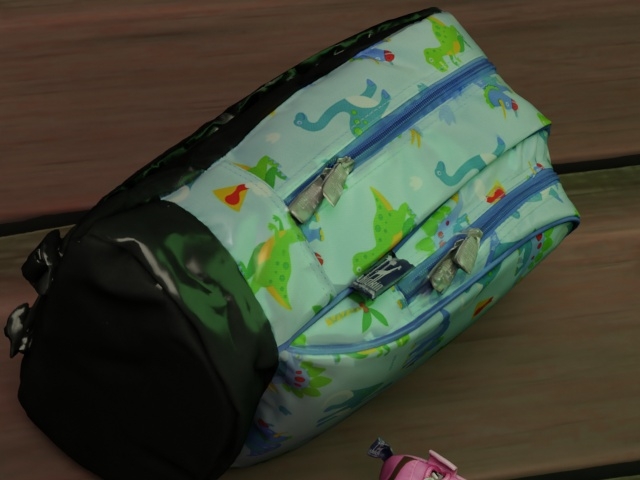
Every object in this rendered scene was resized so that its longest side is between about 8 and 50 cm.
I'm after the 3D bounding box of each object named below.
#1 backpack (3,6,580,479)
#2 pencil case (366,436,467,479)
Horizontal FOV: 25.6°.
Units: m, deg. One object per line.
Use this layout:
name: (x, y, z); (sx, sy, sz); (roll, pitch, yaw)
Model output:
backpack: (0.000, 0.000, 0.936); (0.273, 0.290, 0.355); (35, 56, 1)
pencil case: (0.032, 0.236, 0.897); (0.095, 0.098, 0.209); (27, 62, 5)
